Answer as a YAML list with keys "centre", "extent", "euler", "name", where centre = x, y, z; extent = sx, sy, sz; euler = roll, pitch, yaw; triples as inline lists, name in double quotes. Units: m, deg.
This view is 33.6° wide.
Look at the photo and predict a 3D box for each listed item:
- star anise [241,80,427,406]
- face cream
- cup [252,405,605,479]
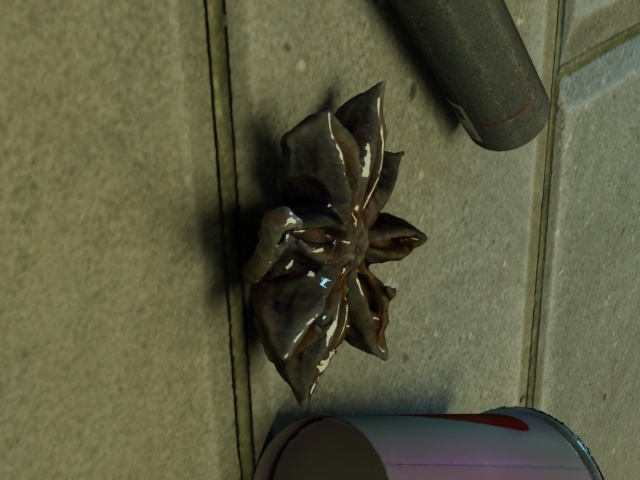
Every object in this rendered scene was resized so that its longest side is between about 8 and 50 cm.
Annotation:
- centre: [0.001, -0.001, 0.716]
  extent: [0.262, 0.081, 0.230]
  euler: [6, 102, -65]
  name: "star anise"
- centre: [0.097, -0.165, 0.771]
  extent: [0.073, 0.073, 0.283]
  euler: [-61, 144, -13]
  name: "face cream"
- centre: [0.086, 0.220, 0.869]
  extent: [0.288, 0.203, 0.203]
  euler: [18, 92, -49]
  name: "cup"
